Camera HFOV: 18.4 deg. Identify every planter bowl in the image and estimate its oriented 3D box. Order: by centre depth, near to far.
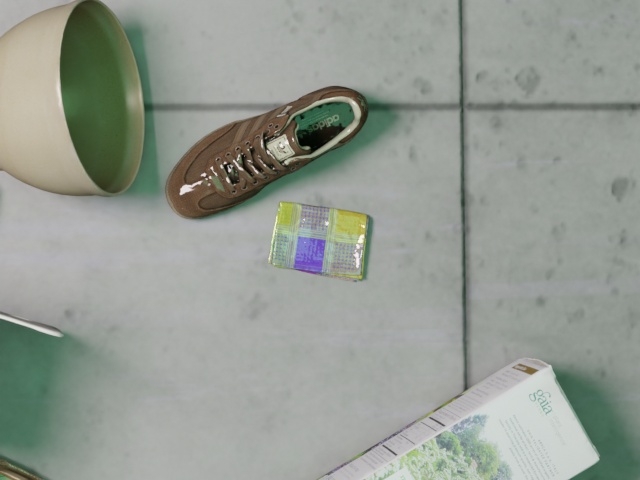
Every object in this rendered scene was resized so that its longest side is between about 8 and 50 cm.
[{"bbox_3d":[-0.225,-0.110,1.611,0.109,0.162,0.162,-7,91,18],"label":"planter bowl"}]

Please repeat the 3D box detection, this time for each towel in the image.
[{"bbox_3d":[0.000,0.000,1.704,0.083,0.009,0.060,11,89,-8],"label":"towel"}]

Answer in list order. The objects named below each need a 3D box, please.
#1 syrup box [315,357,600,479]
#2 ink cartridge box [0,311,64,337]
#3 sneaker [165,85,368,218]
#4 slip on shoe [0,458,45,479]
[{"bbox_3d":[0.108,0.199,1.675,0.237,0.096,0.093,-30,96,-8],"label":"syrup box"},{"bbox_3d":[-0.387,0.081,1.546,0.353,0.207,0.119,14,86,-8],"label":"ink cartridge box"},{"bbox_3d":[-0.046,-0.080,1.667,0.188,0.071,0.066,-31,94,-8],"label":"sneaker"},{"bbox_3d":[-0.282,0.203,1.645,0.135,0.041,0.051,25,86,-7],"label":"slip on shoe"}]
